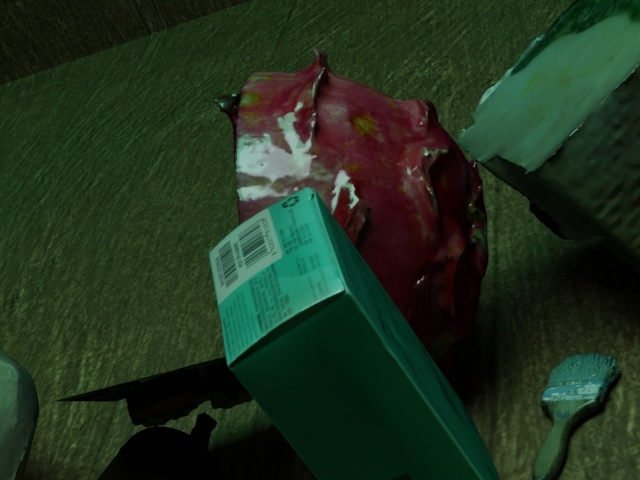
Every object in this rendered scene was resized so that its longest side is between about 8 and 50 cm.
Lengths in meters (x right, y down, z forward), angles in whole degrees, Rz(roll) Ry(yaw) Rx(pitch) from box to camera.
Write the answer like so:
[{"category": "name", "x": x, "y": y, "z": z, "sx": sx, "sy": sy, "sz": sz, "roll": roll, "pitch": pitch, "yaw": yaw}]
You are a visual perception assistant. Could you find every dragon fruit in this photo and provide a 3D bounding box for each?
[{"category": "dragon fruit", "x": 0.048, "y": -0.010, "z": 1.423, "sx": 0.249, "sy": 0.371, "sz": 0.386, "roll": -6, "pitch": 38, "yaw": 9}]

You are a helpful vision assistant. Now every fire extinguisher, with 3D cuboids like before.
[{"category": "fire extinguisher", "x": -0.183, "y": 0.282, "z": 1.326, "sx": 0.337, "sy": 0.114, "sz": 0.135, "roll": -53, "pitch": -6, "yaw": -48}]

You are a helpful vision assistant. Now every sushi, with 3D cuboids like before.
[{"category": "sushi", "x": -0.135, "y": 0.154, "z": 1.356, "sx": 0.192, "sy": 0.043, "sz": 0.279, "roll": -15, "pitch": -8, "yaw": 2}]

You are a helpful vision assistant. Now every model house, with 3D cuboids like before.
[{"category": "model house", "x": 0.332, "y": -0.085, "z": 1.445, "sx": 0.243, "sy": 0.284, "sz": 0.298, "roll": -45, "pitch": 16, "yaw": 6}]

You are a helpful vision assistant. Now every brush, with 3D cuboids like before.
[{"category": "brush", "x": 0.232, "y": 0.172, "z": 1.309, "sx": 0.070, "sy": 0.021, "sz": 0.196, "roll": -6, "pitch": 31, "yaw": 31}]

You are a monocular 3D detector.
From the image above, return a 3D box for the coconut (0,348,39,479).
[{"category": "coconut", "x": -0.453, "y": 0.215, "z": 1.480, "sx": 0.309, "sy": 0.297, "sz": 0.297, "roll": -25, "pitch": 24, "yaw": 0}]

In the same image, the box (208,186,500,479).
[{"category": "box", "x": 0.037, "y": 0.132, "z": 1.186, "sx": 0.118, "sy": 0.311, "sz": 0.205, "roll": -31, "pitch": 27, "yaw": 9}]
